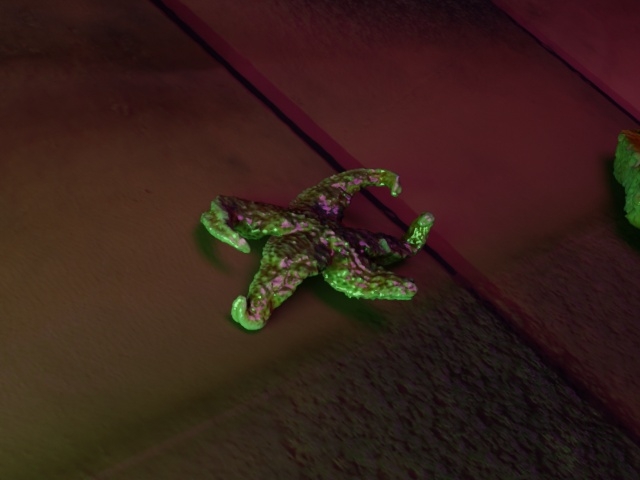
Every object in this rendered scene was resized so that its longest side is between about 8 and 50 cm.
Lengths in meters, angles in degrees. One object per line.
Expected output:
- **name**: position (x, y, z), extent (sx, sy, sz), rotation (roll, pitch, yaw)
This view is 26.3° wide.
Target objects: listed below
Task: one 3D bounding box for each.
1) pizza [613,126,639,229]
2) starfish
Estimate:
- **pizza**: position (0.366, -0.048, 1.295), extent (0.189, 0.071, 0.297), rotation (18, 28, 2)
- **starfish**: position (-0.002, 0.009, 0.929), extent (0.150, 0.053, 0.209), rotation (25, 33, 14)
